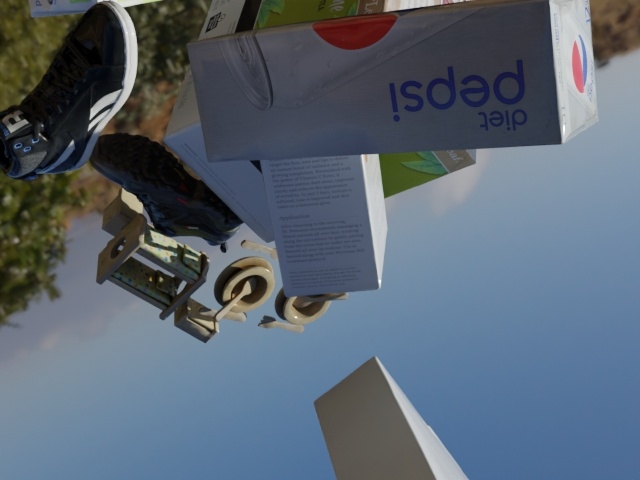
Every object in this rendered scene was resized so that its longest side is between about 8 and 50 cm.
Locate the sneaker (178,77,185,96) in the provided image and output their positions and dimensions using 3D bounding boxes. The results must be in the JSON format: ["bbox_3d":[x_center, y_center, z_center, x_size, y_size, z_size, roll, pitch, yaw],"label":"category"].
[{"bbox_3d":[-0.220,-0.302,2.094,0.067,0.064,0.175,-5,-150,30],"label":"sneaker"}]

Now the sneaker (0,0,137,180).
[{"bbox_3d":[-0.268,-0.139,1.082,0.121,0.079,0.217,-26,154,-48],"label":"sneaker"}]

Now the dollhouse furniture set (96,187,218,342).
[{"bbox_3d":[-0.196,0.017,1.461,0.101,0.182,0.161,-42,-147,24],"label":"dollhouse furniture set"}]

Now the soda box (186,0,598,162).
[{"bbox_3d":[0.047,-0.116,0.779,0.286,0.098,0.091,0,-164,30],"label":"soda box"}]

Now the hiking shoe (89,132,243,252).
[{"bbox_3d":[-0.212,-0.054,1.419,0.114,0.227,0.086,-58,-175,43],"label":"hiking shoe"}]

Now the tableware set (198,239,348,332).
[{"bbox_3d":[-0.057,0.076,1.445,0.194,0.039,0.128,15,117,-42],"label":"tableware set"}]

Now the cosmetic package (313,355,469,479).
[{"bbox_3d":[0.129,0.304,1.041,0.097,0.284,0.377,-38,-165,3],"label":"cosmetic package"}]

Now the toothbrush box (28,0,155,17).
[{"bbox_3d":[-0.342,-0.461,1.651,0.122,0.206,0.283,-1,-165,17],"label":"toothbrush box"}]

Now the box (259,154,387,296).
[{"bbox_3d":[0.005,-0.055,0.982,0.091,0.170,0.130,-5,-156,9],"label":"box"}]

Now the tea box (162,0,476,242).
[{"bbox_3d":[0.019,-0.222,1.365,0.323,0.220,0.329,-20,-140,30],"label":"tea box"}]
